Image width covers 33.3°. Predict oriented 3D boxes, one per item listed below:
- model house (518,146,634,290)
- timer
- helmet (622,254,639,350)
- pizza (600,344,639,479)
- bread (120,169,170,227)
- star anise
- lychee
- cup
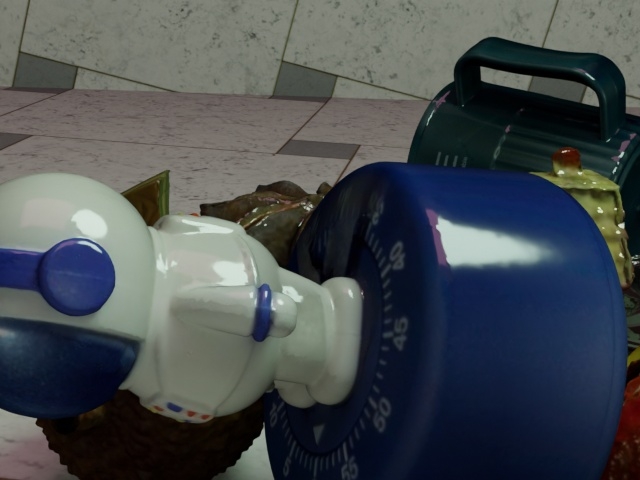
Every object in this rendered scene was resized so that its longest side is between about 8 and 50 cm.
[{"bbox_3d":[0.173,0.037,1.012,0.196,0.253,0.160,-1,13,-14],"label":"model house"},{"bbox_3d":[-0.044,0.056,0.652,0.384,0.270,0.270,11,12,-23],"label":"timer"},{"bbox_3d":[0.349,0.070,1.190,0.177,0.107,0.153,23,15,1],"label":"helmet"},{"bbox_3d":[0.236,0.131,0.760,0.440,0.130,0.406,-43,6,-15],"label":"pizza"},{"bbox_3d":[-0.292,-0.058,1.547,0.139,0.084,0.074,3,18,5],"label":"bread"},{"bbox_3d":[0.002,0.000,1.351,0.332,0.117,0.331,6,24,-3],"label":"star anise"},{"bbox_3d":[-0.130,0.108,0.833,0.200,0.200,0.238,11,10,26],"label":"lychee"},{"bbox_3d":[0.304,-0.105,1.428,0.292,0.307,0.242,20,17,37],"label":"cup"}]
